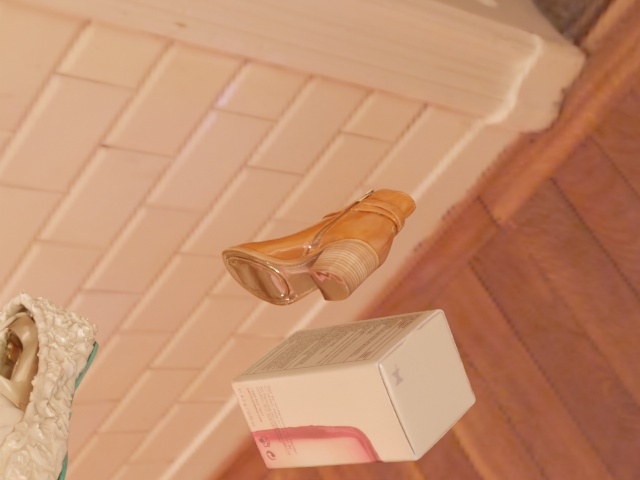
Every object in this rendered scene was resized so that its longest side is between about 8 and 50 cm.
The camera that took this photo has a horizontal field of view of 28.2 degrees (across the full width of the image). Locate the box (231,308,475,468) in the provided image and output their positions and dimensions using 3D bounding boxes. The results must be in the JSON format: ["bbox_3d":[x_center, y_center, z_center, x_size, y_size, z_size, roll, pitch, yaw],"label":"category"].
[{"bbox_3d":[0.038,0.178,1.504,0.232,0.148,0.127,-11,105,41],"label":"box"}]

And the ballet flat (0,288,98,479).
[{"bbox_3d":[-0.345,0.187,1.385,0.147,0.147,0.409,-58,14,23],"label":"ballet flat"}]

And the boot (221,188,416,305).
[{"bbox_3d":[0.000,0.000,1.402,0.197,0.152,0.073,7,133,37],"label":"boot"}]
